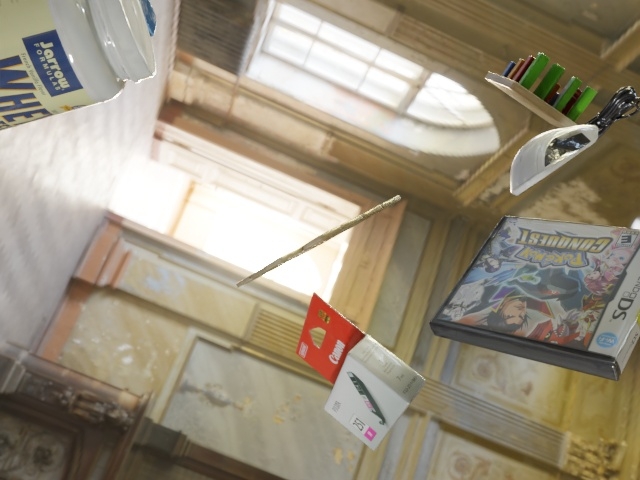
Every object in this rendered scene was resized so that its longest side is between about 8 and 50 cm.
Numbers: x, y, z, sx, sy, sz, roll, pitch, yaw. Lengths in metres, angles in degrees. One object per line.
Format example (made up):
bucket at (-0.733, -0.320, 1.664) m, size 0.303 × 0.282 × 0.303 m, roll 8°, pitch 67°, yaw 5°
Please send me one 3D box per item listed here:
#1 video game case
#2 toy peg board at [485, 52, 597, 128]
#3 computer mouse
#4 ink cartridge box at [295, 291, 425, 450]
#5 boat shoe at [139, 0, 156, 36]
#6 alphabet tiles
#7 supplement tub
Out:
video game case at (0.331, 0.065, 1.021) m, size 0.275 × 0.035 × 0.248 m, roll 9°, pitch -132°, yaw 43°
toy peg board at (0.398, -0.270, 1.273) m, size 0.079 × 0.161 × 0.160 m, roll -56°, pitch -167°, yaw 14°
computer mouse at (0.267, -0.109, 0.789) m, size 0.193 × 0.042 × 0.106 m, roll -30°, pitch 174°, yaw -36°
ink cartridge box at (0.045, 0.240, 1.276) m, size 0.060 × 0.239 × 0.275 m, roll -46°, pitch 165°, yaw -29°
boat shoe at (-0.441, -0.544, 1.565) m, size 0.258 × 0.089 × 0.109 m, roll 78°, pitch 13°, yaw -49°
alphabet tiles at (0.000, 0.000, 1.436) m, size 0.342 × 0.011 × 0.285 m, roll -28°, pitch 179°, yaw -38°
supplement tub at (-0.436, -0.302, 1.079) m, size 0.235 × 0.325 × 0.235 m, roll 164°, pitch -90°, yaw -89°
